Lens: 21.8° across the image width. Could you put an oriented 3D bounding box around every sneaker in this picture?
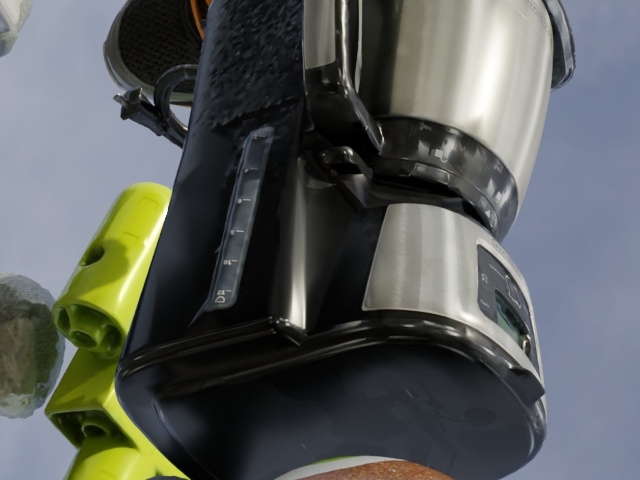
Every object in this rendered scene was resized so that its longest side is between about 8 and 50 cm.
[{"bbox_3d":[-0.010,-0.120,0.773,0.215,0.083,0.084,-20,-91,17],"label":"sneaker"}]

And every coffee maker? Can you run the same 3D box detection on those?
[{"bbox_3d":[0.000,0.000,0.552,0.171,0.120,0.178,-36,-148,43],"label":"coffee maker"}]

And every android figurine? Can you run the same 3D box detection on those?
[{"bbox_3d":[-0.049,0.077,0.894,0.056,0.248,0.273,-8,-140,36],"label":"android figurine"}]

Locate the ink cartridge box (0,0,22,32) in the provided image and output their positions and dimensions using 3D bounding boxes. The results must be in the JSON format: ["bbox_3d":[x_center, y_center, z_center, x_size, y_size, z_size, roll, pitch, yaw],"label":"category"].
[{"bbox_3d":[-0.160,-0.169,0.481,0.092,0.219,0.160,-7,-109,3],"label":"ink cartridge box"}]

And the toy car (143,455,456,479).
[{"bbox_3d":[-0.030,0.105,0.450,0.188,0.155,0.149,28,-67,49],"label":"toy car"}]

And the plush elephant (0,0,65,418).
[{"bbox_3d":[-0.304,-0.060,0.798,0.330,0.255,0.272,0,-102,5],"label":"plush elephant"}]
